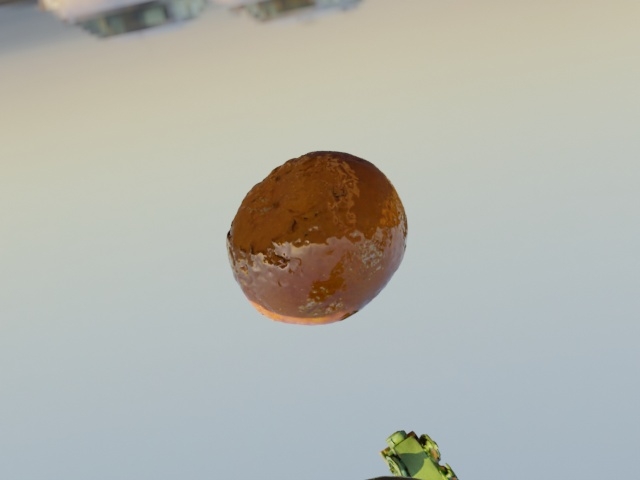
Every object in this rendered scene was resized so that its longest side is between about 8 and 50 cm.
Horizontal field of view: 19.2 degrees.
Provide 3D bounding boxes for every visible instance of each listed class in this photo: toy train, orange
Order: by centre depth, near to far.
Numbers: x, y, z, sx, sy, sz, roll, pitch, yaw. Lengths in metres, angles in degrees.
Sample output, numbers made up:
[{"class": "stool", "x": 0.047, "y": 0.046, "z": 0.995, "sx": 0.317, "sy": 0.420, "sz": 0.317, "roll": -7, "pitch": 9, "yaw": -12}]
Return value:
[{"class": "orange", "x": 0.000, "y": 0.000, "z": 1.935, "sx": 0.193, "sy": 0.161, "sz": 0.193, "roll": -35, "pitch": -155, "yaw": 19}, {"class": "toy train", "x": 0.138, "y": 0.322, "z": 2.402, "sx": 0.074, "sy": 0.176, "sz": 0.118, "roll": -33, "pitch": 169, "yaw": -15}]

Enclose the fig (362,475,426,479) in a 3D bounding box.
[{"class": "fig", "x": 0.048, "y": 0.353, "z": 1.771, "sx": 0.206, "sy": 0.206, "sz": 0.275, "roll": -5, "pitch": -147, "yaw": 49}]
